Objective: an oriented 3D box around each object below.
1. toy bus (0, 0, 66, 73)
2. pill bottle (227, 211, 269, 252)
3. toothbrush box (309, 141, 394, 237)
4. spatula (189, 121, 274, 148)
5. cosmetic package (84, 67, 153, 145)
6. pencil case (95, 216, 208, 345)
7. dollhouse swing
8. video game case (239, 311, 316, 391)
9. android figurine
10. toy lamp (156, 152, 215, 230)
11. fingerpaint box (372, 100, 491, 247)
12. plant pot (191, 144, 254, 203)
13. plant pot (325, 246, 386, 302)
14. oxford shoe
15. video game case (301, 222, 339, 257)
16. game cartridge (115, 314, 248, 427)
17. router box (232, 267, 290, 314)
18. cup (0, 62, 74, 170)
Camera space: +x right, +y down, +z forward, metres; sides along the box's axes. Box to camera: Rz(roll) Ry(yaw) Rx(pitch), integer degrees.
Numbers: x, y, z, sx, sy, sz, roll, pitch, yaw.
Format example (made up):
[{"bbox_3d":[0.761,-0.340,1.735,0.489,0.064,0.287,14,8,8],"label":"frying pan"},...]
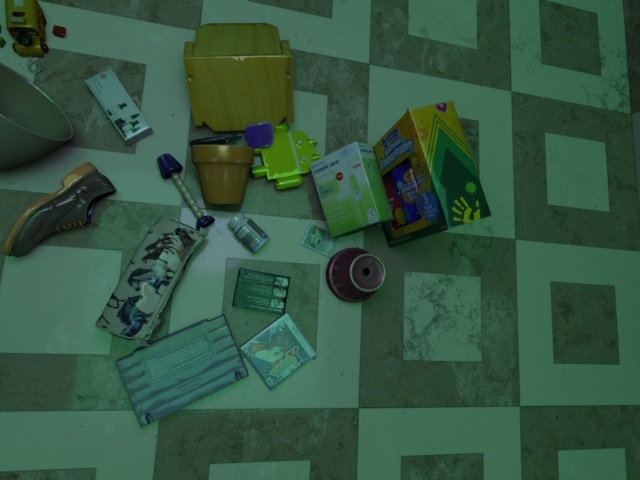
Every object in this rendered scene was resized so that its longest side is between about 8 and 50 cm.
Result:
[{"bbox_3d":[-0.956,-0.687,1.349,0.202,0.104,0.191,38,75,-6],"label":"toy bus"},{"bbox_3d":[-0.249,-0.029,1.442,0.137,0.078,0.078,45,74,-4],"label":"pill bottle"},{"bbox_3d":[0.109,-0.174,1.477,0.122,0.206,0.283,-8,81,-55],"label":"toothbrush box"},{"bbox_3d":[-0.312,-0.354,1.465,0.297,0.030,0.084,-7,115,4],"label":"spatula"},{"bbox_3d":[-0.676,-0.448,1.407,0.099,0.060,0.239,-35,91,-17],"label":"cosmetic package"},{"bbox_3d":[-0.514,0.116,1.309,0.184,0.160,0.410,23,76,10],"label":"pencil case"},{"bbox_3d":[-0.287,-0.598,1.510,0.347,0.305,0.315,-5,122,-8],"label":"dollhouse swing"},{"bbox_3d":[-0.143,0.380,1.436,0.201,0.023,0.183,-36,91,-16],"label":"video game case"},{"bbox_3d":[-0.131,-0.310,1.527,0.273,0.056,0.248,-12,84,-14],"label":"android figurine"},{"bbox_3d":[-0.458,-0.168,1.411,0.080,0.080,0.274,-34,91,-16],"label":"toy lamp"},{"bbox_3d":[0.324,-0.194,1.420,0.163,0.445,0.371,-16,87,-15],"label":"fingerpaint box"},{"bbox_3d":[-0.325,-0.218,1.403,0.205,0.205,0.187,-2,98,-14],"label":"plant pot"},{"bbox_3d":[0.136,0.119,1.464,0.201,0.180,0.201,2,82,-14],"label":"plant pot"},{"bbox_3d":[-0.799,-0.074,1.289,0.133,0.130,0.363,42,75,-11],"label":"oxford shoe"},{"bbox_3d":[0.000,0.000,1.535,0.122,0.011,0.087,25,77,-10],"label":"video game case"},{"bbox_3d":[-0.438,0.406,1.342,0.355,0.068,0.230,-22,84,-16],"label":"game cartridge"},{"bbox_3d":[-0.203,0.176,1.440,0.179,0.046,0.133,12,80,-12],"label":"router box"},{"bbox_3d":[-0.950,-0.335,1.217,0.237,0.331,0.331,-42,94,10],"label":"cup"}]
